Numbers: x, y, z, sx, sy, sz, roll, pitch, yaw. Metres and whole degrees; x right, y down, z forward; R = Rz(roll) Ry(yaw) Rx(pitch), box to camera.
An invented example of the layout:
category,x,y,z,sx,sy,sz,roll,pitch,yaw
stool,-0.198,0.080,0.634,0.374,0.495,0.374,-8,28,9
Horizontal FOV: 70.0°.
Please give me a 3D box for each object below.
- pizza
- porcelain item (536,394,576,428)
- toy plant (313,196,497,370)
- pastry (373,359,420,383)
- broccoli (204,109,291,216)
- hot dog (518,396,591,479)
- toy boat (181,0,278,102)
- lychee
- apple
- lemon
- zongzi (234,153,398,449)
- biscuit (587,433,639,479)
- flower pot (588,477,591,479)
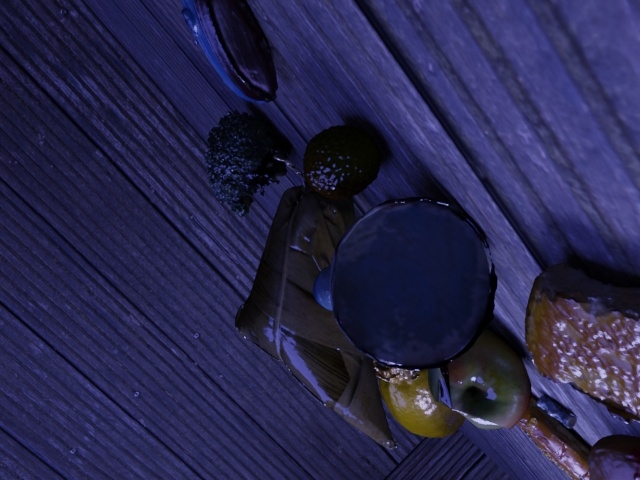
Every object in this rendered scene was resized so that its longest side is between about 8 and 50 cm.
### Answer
category,x,y,z,sx,sy,sz,roll,pitch,yaw
pizza,0.325,0.125,0.422,0.297,0.071,0.189,32,151,54
porcelain item,0.458,0.333,0.894,0.036,0.028,0.083,48,174,-19
toy plant,0.112,0.061,0.749,0.247,0.247,0.332,48,175,-1
pastry,0.183,0.200,1.020,0.154,0.250,0.102,10,-158,-9
broccoli,-0.166,-0.196,1.198,0.243,0.247,0.263,-11,-83,-63
hot dog,0.515,0.438,0.970,0.269,0.072,0.115,45,164,27
toy boat,-0.143,-0.308,0.727,0.097,0.100,0.223,29,160,40
lychee,0.031,-0.117,0.696,0.114,0.114,0.146,50,155,-18
apple,0.298,0.256,0.880,0.207,0.174,0.188,44,-168,13
lemon,0.312,0.441,1.394,0.316,0.285,0.285,48,173,0
zongzi,0.068,0.105,0.960,0.467,0.500,0.218,32,-154,27
biscuit,0.433,0.351,0.470,0.277,0.052,0.262,-4,103,57
flower pot,0.504,0.474,0.651,0.302,0.213,0.302,46,172,8
